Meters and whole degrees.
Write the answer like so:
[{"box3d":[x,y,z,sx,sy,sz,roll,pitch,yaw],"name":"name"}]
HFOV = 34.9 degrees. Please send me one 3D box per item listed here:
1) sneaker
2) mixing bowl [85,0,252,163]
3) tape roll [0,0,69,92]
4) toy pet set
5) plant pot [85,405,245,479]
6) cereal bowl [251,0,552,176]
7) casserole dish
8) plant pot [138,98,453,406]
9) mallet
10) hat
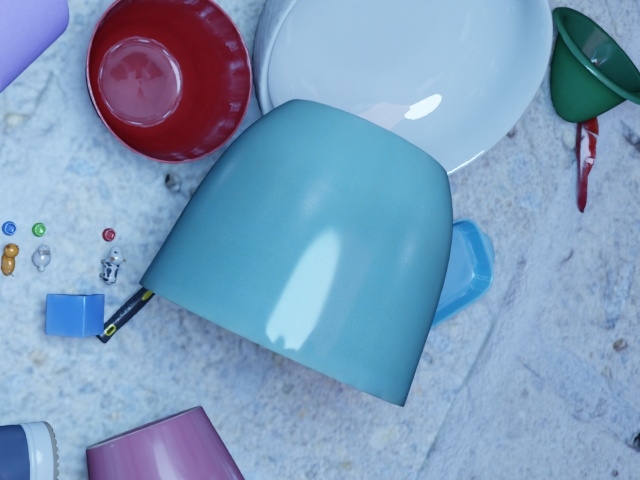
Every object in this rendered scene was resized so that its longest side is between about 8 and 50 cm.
[{"box3d":[-0.343,0.322,0.993,0.153,0.099,0.282,4,83,-36],"name":"sneaker"},{"box3d":[-0.173,-0.171,1.074,0.181,0.098,0.181,-2,94,-30],"name":"mixing bowl"},{"box3d":[-0.346,-0.252,0.864,0.275,0.275,0.090,48,69,-23],"name":"tape roll"},{"box3d":[-0.261,0.040,1.050,0.122,0.065,0.114,2,91,-30],"name":"toy pet set"},{"box3d":[-0.155,0.279,1.062,0.201,0.201,0.180,-17,85,-29],"name":"plant pot"},{"box3d":[0.080,-0.223,1.152,0.339,0.141,0.339,-11,132,-12],"name":"cereal bowl"},{"box3d":[0.144,0.045,1.309,0.188,0.037,0.114,-28,106,-27],"name":"casserole dish"},{"box3d":[0.000,0.000,1.031,0.293,0.293,0.235,27,86,-29],"name":"plant pot"},{"box3d":[-0.178,0.034,1.119,0.190,0.039,0.062,-38,112,-20],"name":"mallet"},{"box3d":[0.336,-0.189,1.420,0.173,0.183,0.208,13,44,-37],"name":"hat"}]
